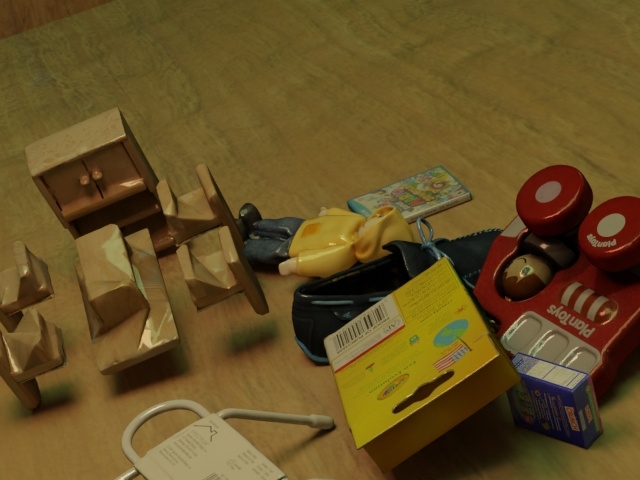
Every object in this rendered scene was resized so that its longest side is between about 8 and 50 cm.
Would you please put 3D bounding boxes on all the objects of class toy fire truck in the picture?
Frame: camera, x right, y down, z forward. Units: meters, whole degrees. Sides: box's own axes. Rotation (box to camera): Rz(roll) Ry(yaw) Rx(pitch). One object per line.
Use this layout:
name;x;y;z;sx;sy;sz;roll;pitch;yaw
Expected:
toy fire truck;0.313;0.063;2.023;0.254;0.169;0.302;-46;38;-10

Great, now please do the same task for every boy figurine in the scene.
boy figurine;0.000;0.000;2.331;0.285;0.092;0.177;0;30;31

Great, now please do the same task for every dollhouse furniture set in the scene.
dollhouse furniture set;-0.285;0.044;2.297;0.362;0.256;0.394;-23;48;2

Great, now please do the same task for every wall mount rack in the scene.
wall mount rack;-0.070;0.286;1.841;0.304;0.130;0.350;-30;33;-20

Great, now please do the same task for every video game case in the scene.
video game case;0.137;-0.063;2.450;0.166;0.015;0.119;-21;30;-10

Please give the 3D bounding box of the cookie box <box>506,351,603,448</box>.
cookie box;0.275;0.190;1.870;0.107;0.092;0.040;16;45;42

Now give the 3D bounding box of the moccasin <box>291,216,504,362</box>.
moccasin;0.123;0.056;2.144;0.342;0.117;0.137;-26;31;-19

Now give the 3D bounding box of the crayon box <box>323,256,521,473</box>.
crayon box;0.120;0.155;1.906;0.202;0.081;0.318;-34;19;7
